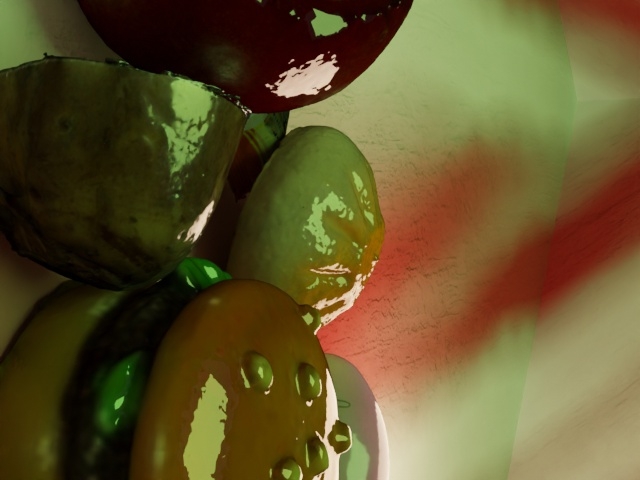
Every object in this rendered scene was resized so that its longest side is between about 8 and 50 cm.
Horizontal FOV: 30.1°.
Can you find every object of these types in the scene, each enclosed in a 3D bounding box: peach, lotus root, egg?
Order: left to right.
[{"bbox_3d":[-0.207,-0.057,1.124,0.272,0.272,0.192,33,70,-63],"label":"lotus root"},{"bbox_3d":[-0.087,-0.296,1.288,0.406,0.310,0.335,-16,70,-53],"label":"peach"},{"bbox_3d":[0.001,0.293,1.649,0.196,0.196,0.271,3,87,-67],"label":"egg"}]

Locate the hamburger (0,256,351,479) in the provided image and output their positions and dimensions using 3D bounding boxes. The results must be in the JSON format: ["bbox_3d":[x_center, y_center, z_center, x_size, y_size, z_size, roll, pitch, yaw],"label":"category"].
[{"bbox_3d":[-0.134,0.233,1.229,0.396,0.278,0.395,-1,90,-66],"label":"hamburger"}]

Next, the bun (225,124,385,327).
[{"bbox_3d":[0.000,0.000,1.587,0.299,0.165,0.298,22,90,-80],"label":"bun"}]

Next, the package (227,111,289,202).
[{"bbox_3d":[-0.098,-0.212,1.543,0.223,0.108,0.288,57,36,-54],"label":"package"}]
